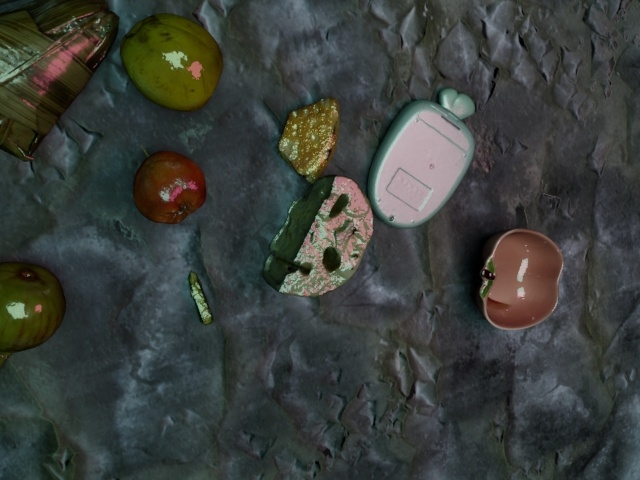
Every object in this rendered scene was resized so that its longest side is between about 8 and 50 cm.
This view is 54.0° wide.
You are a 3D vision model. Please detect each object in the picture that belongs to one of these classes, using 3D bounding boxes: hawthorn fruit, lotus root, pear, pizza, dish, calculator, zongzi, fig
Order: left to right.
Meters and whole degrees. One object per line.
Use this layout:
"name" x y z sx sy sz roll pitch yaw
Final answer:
"zongzi" -0.470 -0.301 0.901 0.288 0.134 0.286 40 80 -42
"fig" -0.484 0.126 1.007 0.142 0.148 0.186 -8 140 -30
"hawthorn fruit" -0.252 -0.091 1.052 0.125 0.140 0.125 -14 134 -15
"pear" -0.234 -0.285 1.003 0.162 0.149 0.149 31 89 -26
"pizza" -0.019 -0.185 1.136 0.098 0.036 0.160 16 88 7
"lotus root" 0.000 0.000 1.138 0.138 0.119 0.235 34 86 -19
"calculator" 0.203 -0.161 1.215 0.184 0.042 0.295 31 90 -20
"dish" 0.386 0.072 1.287 0.213 0.090 0.214 -4 100 -20

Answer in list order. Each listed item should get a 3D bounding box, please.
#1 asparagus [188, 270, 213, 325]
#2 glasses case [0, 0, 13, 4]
"asparagus" -0.219 0.106 1.136 0.025 0.021 0.108 -19 104 -13
"glasses case" -0.401 -0.427 0.931 0.336 0.144 0.076 -22 103 -12
